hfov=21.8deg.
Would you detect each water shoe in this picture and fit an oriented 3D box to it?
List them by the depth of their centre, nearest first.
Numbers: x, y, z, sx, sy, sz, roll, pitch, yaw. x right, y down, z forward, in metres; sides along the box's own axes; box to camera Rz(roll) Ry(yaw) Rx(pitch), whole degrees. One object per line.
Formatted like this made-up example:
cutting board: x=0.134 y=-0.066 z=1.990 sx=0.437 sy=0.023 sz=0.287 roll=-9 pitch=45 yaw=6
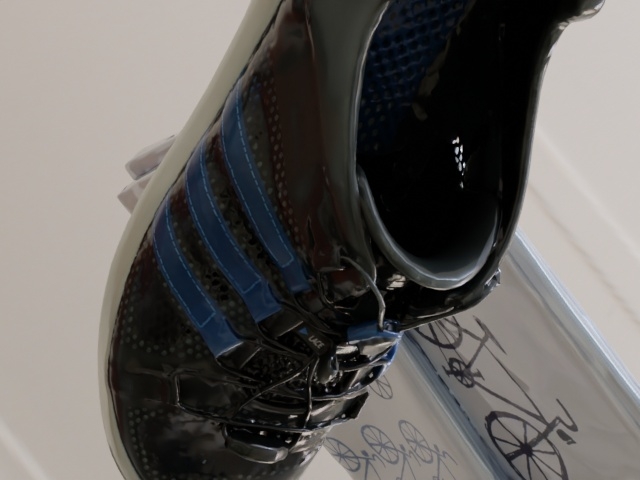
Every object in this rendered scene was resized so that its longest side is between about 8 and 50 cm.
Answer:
water shoe: x=0.000 y=0.000 z=0.397 sx=0.073 sy=0.080 sz=0.203 roll=7 pitch=-63 yaw=-26

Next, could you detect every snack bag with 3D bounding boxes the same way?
snack bag: x=0.038 y=0.049 z=0.983 sx=0.323 sy=0.037 sz=0.342 roll=53 pitch=-28 yaw=-9
